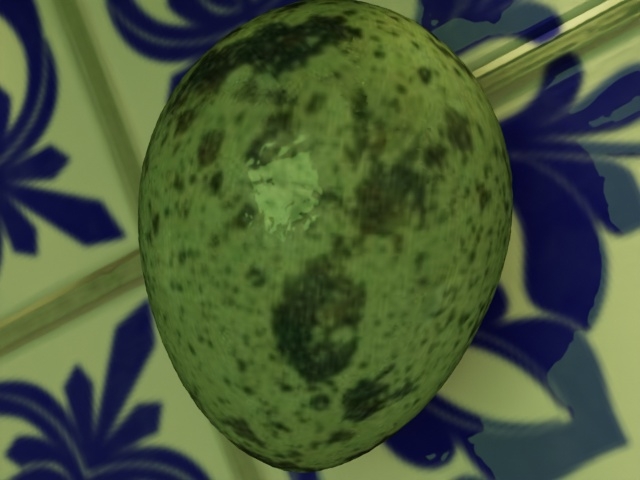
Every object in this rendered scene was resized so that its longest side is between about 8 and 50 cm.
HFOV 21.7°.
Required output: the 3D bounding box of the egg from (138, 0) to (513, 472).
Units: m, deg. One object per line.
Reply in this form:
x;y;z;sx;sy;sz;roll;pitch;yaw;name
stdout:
0.000;0.000;0.594;0.132;0.132;0.172;14;104;24;egg
